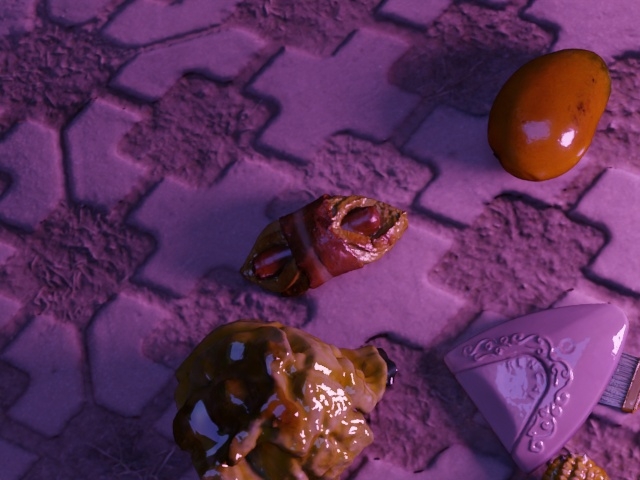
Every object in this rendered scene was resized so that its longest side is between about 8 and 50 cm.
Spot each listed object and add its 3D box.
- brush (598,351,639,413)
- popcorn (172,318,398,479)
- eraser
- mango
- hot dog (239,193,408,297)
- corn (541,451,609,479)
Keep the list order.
[{"bbox_3d":[0.483,0.213,1.843,0.218,0.010,0.083,18,76,18],"label":"brush"},{"bbox_3d":[-0.061,0.235,1.840,0.292,0.237,0.293,-6,68,15],"label":"popcorn"},{"bbox_3d":[0.316,0.167,1.865,0.243,0.059,0.204,-38,66,6],"label":"eraser"},{"bbox_3d":[0.327,-0.187,1.959,0.151,0.120,0.221,21,71,15],"label":"mango"},{"bbox_3d":[0.001,0.001,1.981,0.261,0.093,0.123,-27,67,3],"label":"hot dog"},{"bbox_3d":[0.311,0.421,1.765,0.101,0.101,0.292,9,75,15],"label":"corn"}]
